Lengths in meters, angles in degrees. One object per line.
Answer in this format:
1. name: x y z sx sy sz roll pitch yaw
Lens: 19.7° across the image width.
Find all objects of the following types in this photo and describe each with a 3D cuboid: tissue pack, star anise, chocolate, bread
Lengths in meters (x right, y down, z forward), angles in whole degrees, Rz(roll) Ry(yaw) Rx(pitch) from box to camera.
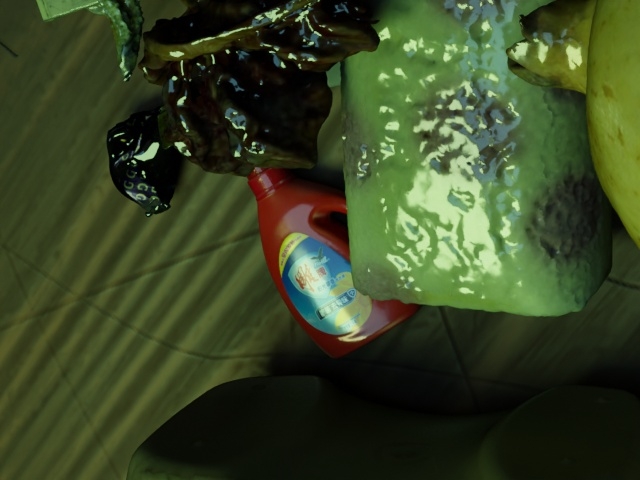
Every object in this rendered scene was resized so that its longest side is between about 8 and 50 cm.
1. tissue pack: 0.065 0.251 1.287 0.387 0.267 0.276 1 108 18
2. star anise: -0.059 -0.144 1.207 0.190 0.126 0.220 62 144 40
3. chocolate: -0.106 -0.084 1.368 0.147 0.070 0.072 -43 83 20
4. bread: 0.102 -0.128 1.230 0.187 0.155 0.338 5 107 24

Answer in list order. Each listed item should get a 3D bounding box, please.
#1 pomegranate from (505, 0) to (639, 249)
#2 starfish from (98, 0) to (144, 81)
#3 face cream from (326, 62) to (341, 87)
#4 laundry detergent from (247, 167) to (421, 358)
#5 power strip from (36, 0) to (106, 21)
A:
1. pomegranate: 0.280 -0.114 1.076 0.342 0.342 0.342 5 106 18
2. starfish: -0.121 -0.318 1.289 0.358 0.078 0.347 -44 105 3
3. face cream: -0.010 -0.206 1.279 0.084 0.057 0.198 -15 111 -16
4. laundry detergent: 0.000 0.000 1.361 0.097 0.049 0.165 -32 92 17
5. power strip: -0.203 -0.293 1.358 0.092 0.034 0.268 -14 100 23
